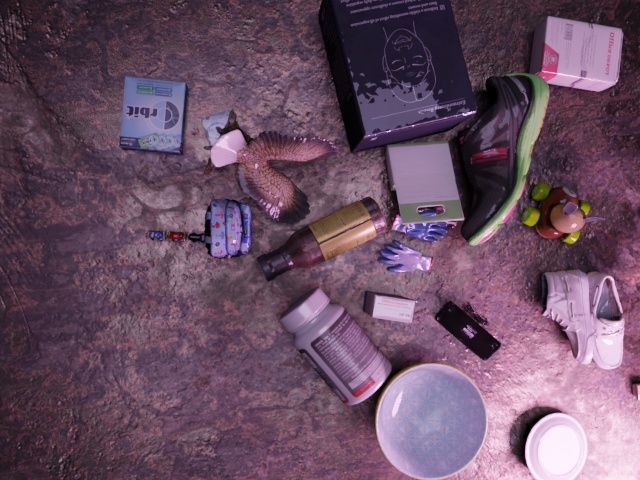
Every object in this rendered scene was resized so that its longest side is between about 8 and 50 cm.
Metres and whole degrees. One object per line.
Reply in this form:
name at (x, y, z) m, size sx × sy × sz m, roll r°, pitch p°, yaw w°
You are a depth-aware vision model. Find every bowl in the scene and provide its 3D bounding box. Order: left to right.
bowl at (0.270, 0.449, 1.466) m, size 0.290 × 0.156 × 0.289 m, roll 0°, pitch 89°, yaw -5°

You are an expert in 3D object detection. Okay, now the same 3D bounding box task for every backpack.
backpack at (-0.234, -0.031, 1.421) m, size 0.117 × 0.173 × 0.158 m, roll 1°, pitch 88°, yaw -5°

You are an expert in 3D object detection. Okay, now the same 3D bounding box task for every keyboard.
keyboard at (0.416, 0.238, 1.554) m, size 0.192 × 0.038 × 0.100 m, roll 41°, pitch 109°, yaw -4°

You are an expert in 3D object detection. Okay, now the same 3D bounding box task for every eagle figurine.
eagle figurine at (-0.128, -0.202, 1.431) m, size 0.298 × 0.226 × 0.225 m, roll 30°, pitch 66°, yaw 1°

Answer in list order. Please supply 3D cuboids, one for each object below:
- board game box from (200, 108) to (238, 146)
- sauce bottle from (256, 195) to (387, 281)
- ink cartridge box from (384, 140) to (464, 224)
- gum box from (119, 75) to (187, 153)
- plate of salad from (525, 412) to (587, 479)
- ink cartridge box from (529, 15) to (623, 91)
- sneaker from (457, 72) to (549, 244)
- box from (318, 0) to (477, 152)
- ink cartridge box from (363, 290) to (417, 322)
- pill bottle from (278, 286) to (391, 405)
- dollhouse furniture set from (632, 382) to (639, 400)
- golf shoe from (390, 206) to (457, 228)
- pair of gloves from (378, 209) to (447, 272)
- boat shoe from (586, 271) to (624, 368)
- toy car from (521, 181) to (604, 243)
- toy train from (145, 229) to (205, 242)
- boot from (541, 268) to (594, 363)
board game box at (-0.261, -0.295, 1.500) m, size 0.090 × 0.020 × 0.090 m, roll -18°, pitch 90°, yaw -6°
sauce bottle at (0.000, 0.000, 1.474) m, size 0.345 × 0.111 × 0.111 m, roll -24°, pitch 91°, yaw -6°
ink cartridge box at (0.273, -0.148, 1.497) m, size 0.171 × 0.056 × 0.235 m, roll -5°, pitch 72°, yaw -6°
gum box at (-0.436, -0.326, 1.474) m, size 0.157 × 0.041 × 0.184 m, roll 5°, pitch 89°, yaw -6°
plate of salad at (0.646, 0.574, 1.555) m, size 0.200 × 0.048 × 0.199 m, roll 1°, pitch 88°, yaw -16°
ink cartridge box at (0.705, -0.514, 1.561) m, size 0.218 × 0.092 × 0.158 m, roll 8°, pitch 88°, yaw -3°
sneaker at (0.455, -0.217, 1.512) m, size 0.202 × 0.185 × 0.482 m, roll 16°, pitch 84°, yaw 13°
box at (0.187, -0.461, 1.451) m, size 0.294 × 0.212 × 0.395 m, roll -13°, pitch 89°, yaw -6°
ink cartridge box at (0.177, 0.171, 1.451) m, size 0.104 × 0.180 × 0.060 m, roll 9°, pitch 88°, yaw -5°
pill bottle at (0.035, 0.266, 1.446) m, size 0.161 × 0.161 × 0.283 m, roll -40°, pitch 93°, yaw -5°
dollhouse furniture set at (1.055, 0.283, 1.536) m, size 0.356 × 0.174 × 0.303 m, roll -5°, pitch 89°, yaw -6°
golf shoe at (0.282, -0.059, 1.522) m, size 0.186 × 0.067 × 0.085 m, roll -5°, pitch 111°, yaw 3°
pair of gloves at (0.248, 0.003, 1.506) m, size 0.159 × 0.023 × 0.198 m, roll 11°, pitch 115°, yaw -12°
boat shoe at (0.785, 0.225, 1.549) m, size 0.098 × 0.096 × 0.276 m, roll -12°, pitch 90°, yaw -6°
toy car at (0.660, -0.078, 1.498) m, size 0.155 × 0.188 × 0.148 m, roll 23°, pitch 87°, yaw -5°
toy train at (-0.379, -0.010, 1.475) m, size 0.158 × 0.036 × 0.027 m, roll 3°, pitch 88°, yaw -5°
boot at (0.669, 0.210, 1.551) m, size 0.124 × 0.095 × 0.258 m, roll -2°, pitch 81°, yaw 1°
